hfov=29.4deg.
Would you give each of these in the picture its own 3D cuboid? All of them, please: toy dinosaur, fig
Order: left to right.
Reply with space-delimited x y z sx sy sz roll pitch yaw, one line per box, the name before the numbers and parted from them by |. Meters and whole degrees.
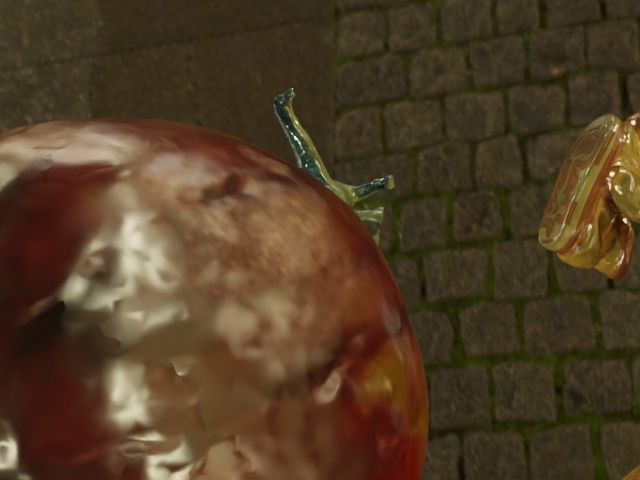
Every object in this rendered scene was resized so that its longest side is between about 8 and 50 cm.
fig | -0.073 0.063 0.446 0.263 0.224 0.224 -30 55 -33
toy dinosaur | 0.011 -0.004 1.478 0.147 0.076 0.363 1 91 14

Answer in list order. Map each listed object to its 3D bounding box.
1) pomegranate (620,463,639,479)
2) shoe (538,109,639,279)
pomegranate | 0.288 0.241 0.776 0.281 0.281 0.281 -7 63 13
shoe | 0.190 -0.029 0.807 0.069 0.072 0.109 34 61 -14
